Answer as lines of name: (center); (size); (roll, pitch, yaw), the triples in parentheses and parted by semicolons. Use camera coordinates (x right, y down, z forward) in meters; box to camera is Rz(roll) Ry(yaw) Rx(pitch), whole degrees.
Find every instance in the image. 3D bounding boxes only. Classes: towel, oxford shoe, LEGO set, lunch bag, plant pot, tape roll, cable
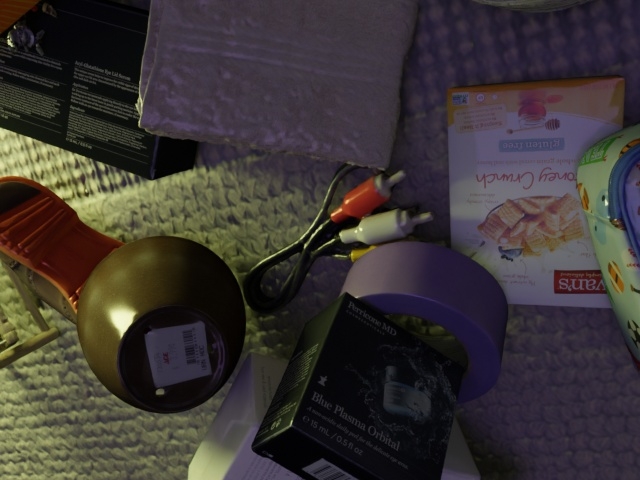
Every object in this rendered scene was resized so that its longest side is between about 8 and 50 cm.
towel: (-0.047, -0.185, 0.674); (0.282, 0.049, 0.187); (10, 93, -5)
oxford shoe: (-0.320, 0.063, 0.893); (0.364, 0.130, 0.133); (44, 148, -4)
LEGO set: (-0.341, -0.246, 0.733); (0.054, 0.023, 0.083); (36, 113, 9)
lunch bag: (0.389, 0.004, 0.577); (0.243, 0.115, 0.303); (-20, 100, 5)
plant pot: (-0.174, 0.107, 0.723); (0.215, 0.230, 0.215); (-1, 93, -17)
tape roll: (0.108, 0.096, 0.704); (0.189, 0.080, 0.189); (13, 136, 13)
cable: (0.000, 0.000, 0.759); (0.287, 0.072, 0.139); (-25, 100, 24)

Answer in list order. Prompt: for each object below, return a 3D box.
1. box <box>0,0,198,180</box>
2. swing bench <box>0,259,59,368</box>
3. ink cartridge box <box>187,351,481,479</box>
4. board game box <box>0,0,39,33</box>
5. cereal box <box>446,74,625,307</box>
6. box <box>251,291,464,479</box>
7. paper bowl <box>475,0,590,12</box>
box: (-0.278, -0.205, 0.788); (0.261, 0.103, 0.184); (20, 112, 15)
swing bench: (-0.568, 0.102, 0.899); (0.165, 0.255, 0.253); (-27, 95, 24)
ink cartridge box: (0.040, 0.287, 0.758); (0.353, 0.119, 0.207); (21, 115, -19)
board game box: (-0.508, -0.409, 0.617); (0.356, 0.356, 0.356); (-25, 74, 24)
cereal box: (0.226, -0.048, 0.677); (0.173, 0.047, 0.240); (0, 105, 21)
box: (0.042, 0.164, 0.625); (0.156, 0.158, 0.093); (33, 139, -9)
paper bowl: (0.174, -0.343, 0.519); (0.284, 0.148, 0.284); (10, 107, 37)
